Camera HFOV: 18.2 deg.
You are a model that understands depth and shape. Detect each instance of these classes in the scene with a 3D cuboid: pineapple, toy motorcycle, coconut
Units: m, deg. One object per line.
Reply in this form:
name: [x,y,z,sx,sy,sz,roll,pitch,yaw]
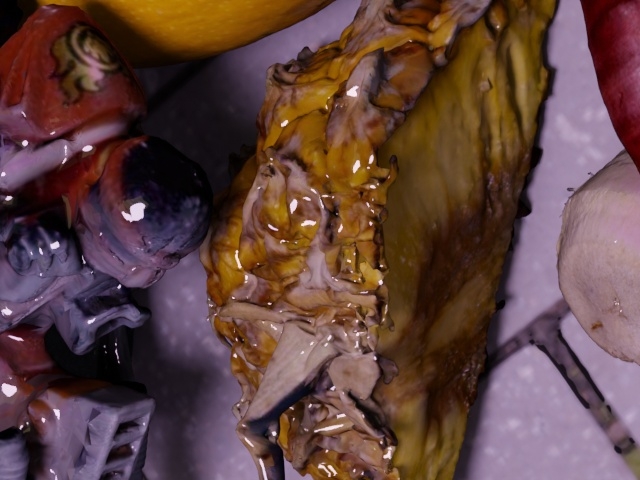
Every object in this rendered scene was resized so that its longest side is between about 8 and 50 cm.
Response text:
pineapple: [-0.002,0.000,0.957,0.161,0.158,0.334,17,102,24]
toy motorcycle: [-0.139,0.056,0.968,0.207,0.134,0.401,14,107,31]
coconut: [0.170,-0.001,0.906,0.110,0.124,0.110,32,140,31]

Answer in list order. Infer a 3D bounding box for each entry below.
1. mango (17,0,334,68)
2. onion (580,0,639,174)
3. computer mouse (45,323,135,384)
mango: [-0.093,-0.176,0.985,0.359,0.144,0.187,-10,116,40]
onion: [0.240,-0.109,0.771,0.285,0.273,0.273,-26,81,62]
computer mouse: [-0.154,0.033,1.084,0.126,0.071,0.231,-3,91,14]
